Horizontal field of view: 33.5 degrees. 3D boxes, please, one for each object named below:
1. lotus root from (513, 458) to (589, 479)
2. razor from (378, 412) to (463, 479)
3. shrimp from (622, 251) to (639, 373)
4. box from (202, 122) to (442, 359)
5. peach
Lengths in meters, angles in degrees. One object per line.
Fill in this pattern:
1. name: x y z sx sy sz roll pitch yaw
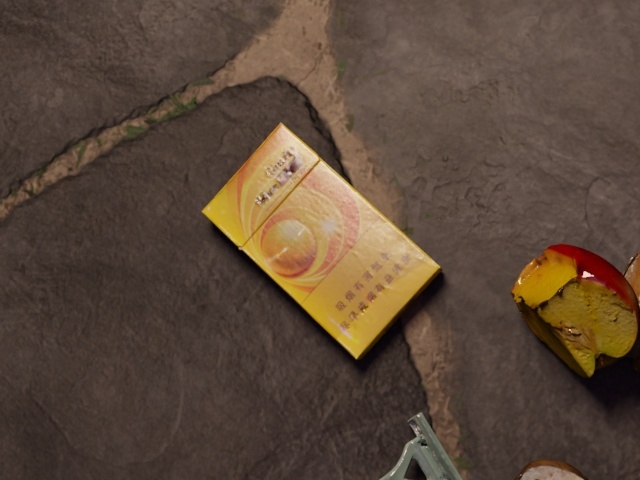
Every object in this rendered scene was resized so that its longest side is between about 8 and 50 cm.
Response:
1. lotus root: 0.255 0.308 1.176 0.112 0.081 0.122 36 90 13
2. razor: 0.029 0.319 1.237 0.277 0.056 0.111 -33 78 6
3. shrimp: 0.419 0.026 1.191 0.153 0.062 0.295 10 86 20
4. box: 0.000 0.000 1.295 0.269 0.043 0.152 44 92 14
5. peach: 0.289 0.076 1.184 0.151 0.118 0.151 14 125 22
